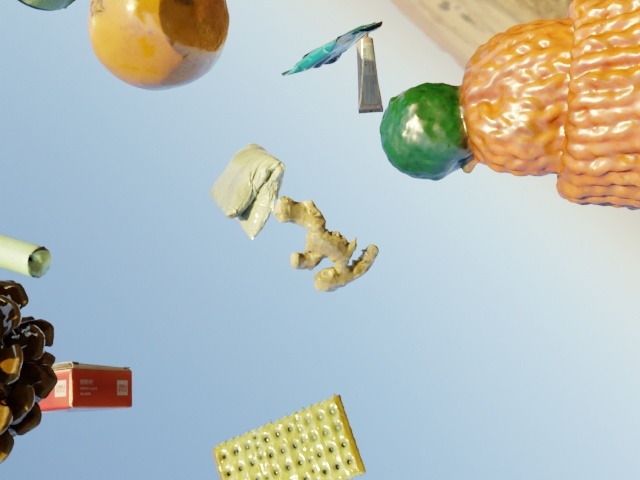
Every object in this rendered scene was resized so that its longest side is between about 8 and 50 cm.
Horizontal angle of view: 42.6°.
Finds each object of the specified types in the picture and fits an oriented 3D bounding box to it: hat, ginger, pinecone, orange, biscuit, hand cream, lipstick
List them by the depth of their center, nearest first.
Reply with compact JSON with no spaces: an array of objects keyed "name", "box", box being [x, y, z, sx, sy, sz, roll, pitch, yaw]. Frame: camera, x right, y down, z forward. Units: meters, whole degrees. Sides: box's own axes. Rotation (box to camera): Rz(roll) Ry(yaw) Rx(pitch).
[{"name":"hat","box":[0.289,-0.192,1.090,0.400,0.285,0.285,6,-177,24]},{"name":"pinecone","box":[-0.614,0.180,1.266,0.384,0.384,0.384,36,-163,-13]},{"name":"biscuit","box":[-0.055,0.347,1.308,0.016,0.231,0.139,52,-164,-65]},{"name":"ginger","box":[-0.007,0.014,1.706,0.259,0.149,0.065,35,180,-24]},{"name":"orange","box":[-0.347,-0.475,1.767,0.312,0.312,0.312,36,-163,-13]},{"name":"lipstick","box":[-0.741,0.017,1.848,0.304,0.076,0.076,14,-173,22]},{"name":"hand cream","box":[0.121,-0.430,2.097,0.067,0.209,0.043,-5,-178,-13]}]

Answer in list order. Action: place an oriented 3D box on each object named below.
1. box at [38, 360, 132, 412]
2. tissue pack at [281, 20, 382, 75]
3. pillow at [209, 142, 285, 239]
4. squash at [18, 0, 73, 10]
[{"name":"box","box":[-0.519,0.322,1.790,0.182,0.133,0.099,16,-115,-55]},{"name":"tissue pack","box":[0.015,-0.255,1.103,0.085,0.138,0.028,-33,-83,-35]},{"name":"pillow","box":[-0.121,-0.092,1.382,0.078,0.134,0.181,29,-175,-25]},{"name":"squash","box":[-0.446,-0.479,1.378,0.123,0.170,0.170,-1,163,43]}]
